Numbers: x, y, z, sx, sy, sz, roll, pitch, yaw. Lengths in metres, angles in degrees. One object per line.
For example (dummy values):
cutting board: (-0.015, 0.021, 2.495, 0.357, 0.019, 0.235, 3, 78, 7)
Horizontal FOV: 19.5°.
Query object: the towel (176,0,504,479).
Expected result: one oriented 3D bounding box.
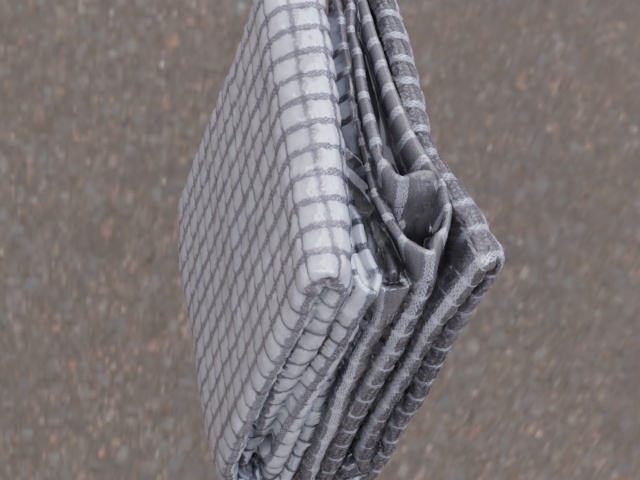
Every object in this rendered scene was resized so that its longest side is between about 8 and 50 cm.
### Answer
towel: (0.000, 0.000, 1.144, 0.121, 0.283, 0.235, 2, 53, -17)
